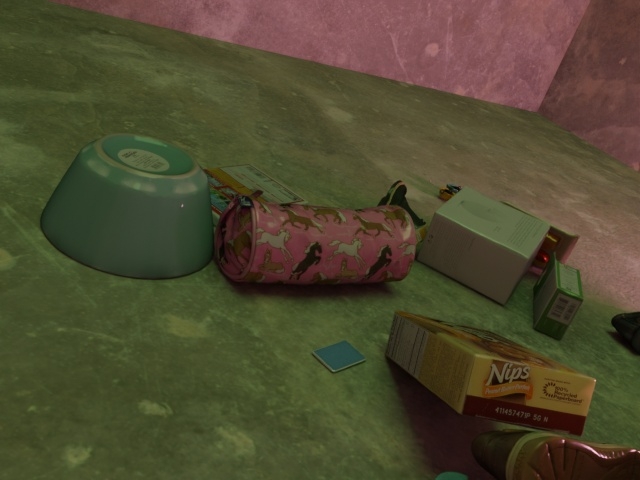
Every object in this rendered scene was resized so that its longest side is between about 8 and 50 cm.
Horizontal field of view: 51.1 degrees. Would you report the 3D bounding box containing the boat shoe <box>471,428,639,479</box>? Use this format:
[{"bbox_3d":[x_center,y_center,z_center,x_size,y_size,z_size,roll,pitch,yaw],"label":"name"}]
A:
[{"bbox_3d":[0.337,0.320,0.900,0.342,0.123,0.123,23,-11,-32],"label":"boat shoe"}]

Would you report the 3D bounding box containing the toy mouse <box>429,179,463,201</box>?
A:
[{"bbox_3d":[0.415,-0.127,1.974,0.143,0.031,0.161,-4,34,-40],"label":"toy mouse"}]

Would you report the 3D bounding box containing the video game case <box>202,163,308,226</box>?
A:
[{"bbox_3d":[-0.190,-0.108,1.505,0.204,0.025,0.285,35,29,28],"label":"video game case"}]

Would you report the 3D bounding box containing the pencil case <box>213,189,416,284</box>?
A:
[{"bbox_3d":[0.000,0.000,1.272,0.386,0.167,0.160,4,6,-32],"label":"pencil case"}]

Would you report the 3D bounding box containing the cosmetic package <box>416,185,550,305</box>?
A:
[{"bbox_3d":[0.378,0.005,1.543,0.225,0.138,0.224,28,31,20],"label":"cosmetic package"}]

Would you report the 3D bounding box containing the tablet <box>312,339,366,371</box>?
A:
[{"bbox_3d":[0.031,0.189,1.092,0.083,0.006,0.054,-10,39,-46],"label":"tablet"}]

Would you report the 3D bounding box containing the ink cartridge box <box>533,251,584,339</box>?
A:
[{"bbox_3d":[0.520,0.117,1.470,0.062,0.109,0.209,24,25,7],"label":"ink cartridge box"}]

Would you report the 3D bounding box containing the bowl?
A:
[{"bbox_3d":[-0.323,-0.083,1.199,0.312,0.163,0.311,17,25,-8],"label":"bowl"}]

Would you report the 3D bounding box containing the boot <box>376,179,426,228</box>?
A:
[{"bbox_3d":[0.216,-0.068,1.680,0.137,0.077,0.198,29,39,8],"label":"boot"}]

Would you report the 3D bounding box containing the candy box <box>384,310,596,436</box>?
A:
[{"bbox_3d":[0.235,0.189,1.009,0.183,0.087,0.316,14,1,-13],"label":"candy box"}]

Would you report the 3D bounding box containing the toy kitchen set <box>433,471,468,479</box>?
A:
[{"bbox_3d":[0.189,0.351,0.745,0.166,0.122,0.207,25,26,10],"label":"toy kitchen set"}]

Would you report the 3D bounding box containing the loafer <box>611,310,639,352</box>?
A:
[{"bbox_3d":[0.792,0.187,1.540,0.303,0.109,0.095,-2,29,-34],"label":"loafer"}]

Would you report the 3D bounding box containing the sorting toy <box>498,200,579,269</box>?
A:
[{"bbox_3d":[0.517,-0.002,1.664,0.208,0.193,0.038,26,66,18],"label":"sorting toy"}]

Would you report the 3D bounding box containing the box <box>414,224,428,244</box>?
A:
[{"bbox_3d":[0.193,-0.003,1.518,0.081,0.028,0.136,-16,5,32],"label":"box"}]
